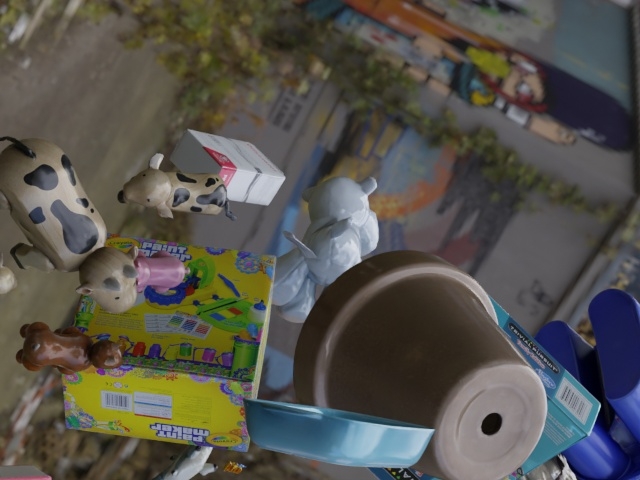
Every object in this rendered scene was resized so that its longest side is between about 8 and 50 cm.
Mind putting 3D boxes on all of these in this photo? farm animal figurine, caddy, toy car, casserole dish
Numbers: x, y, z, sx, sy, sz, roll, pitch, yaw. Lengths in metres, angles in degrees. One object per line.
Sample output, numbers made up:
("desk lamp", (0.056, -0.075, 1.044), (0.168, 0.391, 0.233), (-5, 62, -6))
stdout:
("farm animal figurine", (-0.268, -0.008, 1.459), (0.172, 0.327, 0.330), (1, -126, 52))
("caddy", (0.479, 0.246, 2.023), (0.241, 0.179, 0.341), (-34, -155, 24))
("toy car", (-0.132, 0.360, 2.223), (0.122, 0.040, 0.060), (-59, -155, 15))
("casserole dish", (0.014, 0.151, 0.957), (0.188, 0.114, 0.037), (19, 79, -61))

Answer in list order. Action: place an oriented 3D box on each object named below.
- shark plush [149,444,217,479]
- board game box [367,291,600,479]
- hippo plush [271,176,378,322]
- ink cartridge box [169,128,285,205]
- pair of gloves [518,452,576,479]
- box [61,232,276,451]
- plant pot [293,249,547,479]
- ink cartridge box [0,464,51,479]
("shark plush", (-0.262, 0.426, 2.321), (0.161, 0.073, 0.067), (-42, -143, 7))
("board game box", (0.190, 0.246, 1.774), (0.336, 0.254, 0.079), (-43, -176, 39))
("hippo plush", (0.000, 0.000, 2.267), (0.236, 0.234, 0.294), (-86, 157, -43))
("ink cartridge box", (-0.148, -0.115, 1.979), (0.150, 0.109, 0.063), (8, 120, -50))
("pair of gloves", (0.352, 0.362, 1.960), (0.042, 0.204, 0.240), (-29, -163, 19))
("box", (-0.233, 0.157, 1.958), (0.279, 0.290, 0.177), (-81, 179, -47))
("plant pot", (0.130, 0.165, 1.405), (0.263, 0.263, 0.229), (-62, -149, 3))
("ink cartridge box", (-0.406, 0.380, 1.445), (0.092, 0.158, 0.218), (1, -92, 61))
